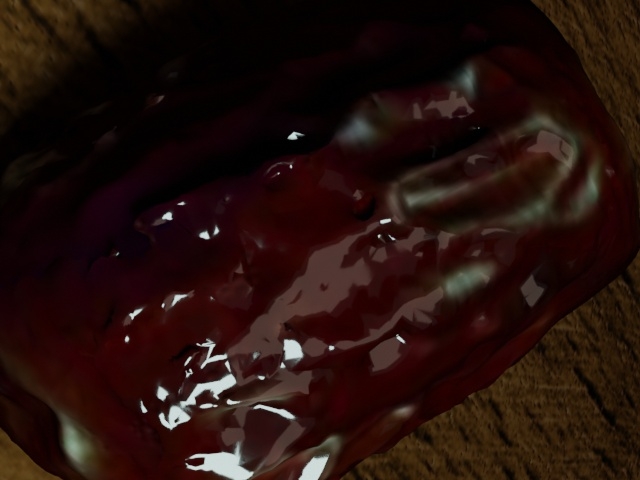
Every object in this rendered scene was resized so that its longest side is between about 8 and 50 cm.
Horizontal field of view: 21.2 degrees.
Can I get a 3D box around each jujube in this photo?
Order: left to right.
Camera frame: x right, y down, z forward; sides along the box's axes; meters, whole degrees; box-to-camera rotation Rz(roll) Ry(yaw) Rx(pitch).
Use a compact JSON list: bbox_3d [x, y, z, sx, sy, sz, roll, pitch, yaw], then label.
[{"bbox_3d":[0.000,0.000,0.876,0.377,0.258,0.258,-38,133,-33],"label":"jujube"}]
